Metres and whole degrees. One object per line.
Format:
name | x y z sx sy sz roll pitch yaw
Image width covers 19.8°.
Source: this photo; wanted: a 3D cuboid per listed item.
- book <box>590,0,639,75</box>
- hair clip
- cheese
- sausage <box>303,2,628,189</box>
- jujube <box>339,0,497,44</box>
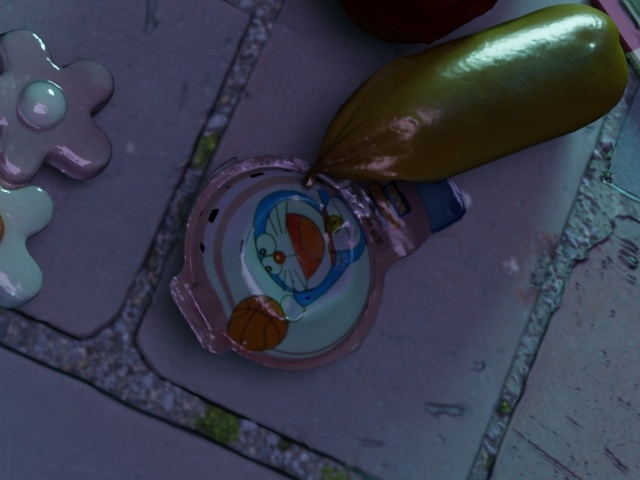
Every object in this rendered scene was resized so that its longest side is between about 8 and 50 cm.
book | 0.368 -0.177 1.702 0.162 0.022 0.232 -36 96 -18
hair clip | -0.252 -0.052 1.445 0.146 0.075 0.257 31 69 -8
cheese | 0.000 0.000 1.522 0.286 0.074 0.189 -29 92 -28
sausage | 0.122 -0.115 1.547 0.328 0.112 0.112 -22 90 -30
jujube | 0.056 -0.285 1.536 0.174 0.174 0.250 -36 90 -20
